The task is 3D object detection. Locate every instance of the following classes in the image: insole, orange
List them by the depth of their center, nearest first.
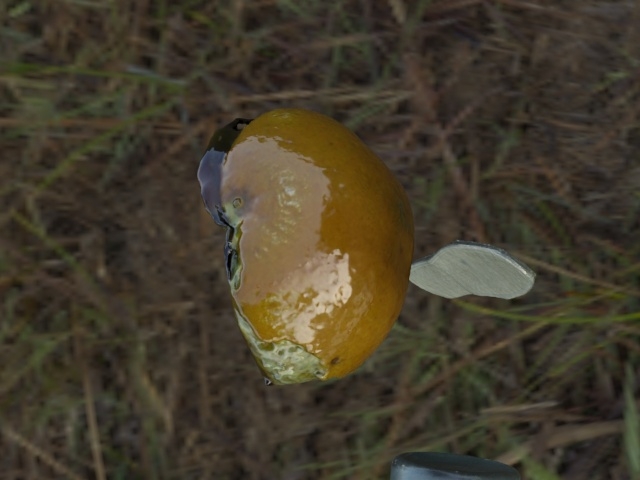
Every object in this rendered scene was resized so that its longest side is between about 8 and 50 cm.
[{"bbox_3d":[0.000,0.000,1.097,0.112,0.160,0.170,-27,113,24],"label":"orange"},{"bbox_3d":[0.108,0.025,1.405,0.063,0.192,0.010,38,74,-11],"label":"insole"}]

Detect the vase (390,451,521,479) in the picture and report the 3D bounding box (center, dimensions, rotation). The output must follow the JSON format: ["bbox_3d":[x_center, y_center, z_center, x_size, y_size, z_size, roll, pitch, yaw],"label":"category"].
[{"bbox_3d":[0.078,0.252,1.233,0.086,0.086,0.214,8,93,31],"label":"vase"}]
